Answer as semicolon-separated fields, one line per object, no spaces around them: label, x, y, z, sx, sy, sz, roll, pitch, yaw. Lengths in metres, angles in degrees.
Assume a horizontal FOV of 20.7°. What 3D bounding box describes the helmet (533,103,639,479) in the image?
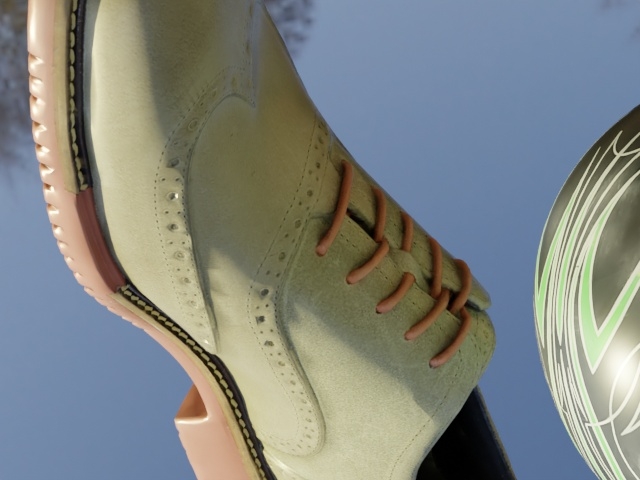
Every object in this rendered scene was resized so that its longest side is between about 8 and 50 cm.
helmet;0.155;0.026;0.620;0.161;0.169;0.169;-41;-151;-6

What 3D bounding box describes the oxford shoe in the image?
oxford shoe;0.000;0.000;0.722;0.146;0.397;0.140;8;-124;23
